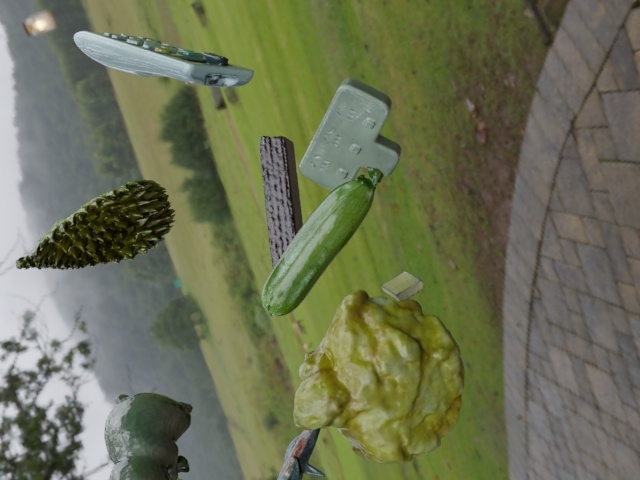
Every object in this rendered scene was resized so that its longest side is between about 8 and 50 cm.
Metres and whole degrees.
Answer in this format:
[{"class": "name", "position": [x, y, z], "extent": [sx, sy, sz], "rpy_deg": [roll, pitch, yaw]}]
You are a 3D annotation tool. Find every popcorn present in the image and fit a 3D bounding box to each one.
[{"class": "popcorn", "position": [0.128, 0.289, 1.602], "extent": [0.334, 0.292, 0.293], "rpy_deg": [32, 135, -11]}]

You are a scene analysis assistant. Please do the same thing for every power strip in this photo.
[{"class": "power strip", "position": [0.083, -0.212, 1.781], "extent": [0.059, 0.194, 0.265], "rpy_deg": [-69, 6, -50]}]

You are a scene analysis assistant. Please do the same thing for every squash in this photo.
[{"class": "squash", "position": [0.000, 0.000, 1.671], "extent": [0.101, 0.378, 0.101], "rpy_deg": [37, -173, -5]}]

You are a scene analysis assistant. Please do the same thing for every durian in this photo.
[{"class": "durian", "position": [-0.494, -0.037, 1.792], "extent": [0.198, 0.394, 0.163], "rpy_deg": [25, 138, 50]}]

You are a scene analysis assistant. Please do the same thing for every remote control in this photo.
[{"class": "remote control", "position": [-0.215, -0.236, 1.059], "extent": [0.293, 0.103, 0.051], "rpy_deg": [23, 110, 43]}]

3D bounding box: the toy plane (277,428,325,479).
[{"class": "toy plane", "position": [-0.066, 0.501, 1.595], "extent": [0.104, 0.326, 0.223], "rpy_deg": [33, 172, 11]}]

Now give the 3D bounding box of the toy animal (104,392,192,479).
[{"class": "toy animal", "position": [-0.262, 0.335, 1.165], "extent": [0.251, 0.127, 0.125], "rpy_deg": [-89, -1, -61]}]

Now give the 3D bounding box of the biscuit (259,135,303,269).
[{"class": "biscuit", "position": [-0.090, -0.069, 1.994], "extent": [0.107, 0.073, 0.388], "rpy_deg": [7, -105, -80]}]

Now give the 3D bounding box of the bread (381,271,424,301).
[{"class": "bread", "position": [0.183, 0.103, 1.801], "extent": [0.028, 0.068, 0.154], "rpy_deg": [59, 175, -10]}]

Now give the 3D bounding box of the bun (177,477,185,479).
[{"class": "bun", "position": [-0.369, 0.651, 1.852], "extent": [0.153, 0.244, 0.243], "rpy_deg": [87, 159, -79]}]
